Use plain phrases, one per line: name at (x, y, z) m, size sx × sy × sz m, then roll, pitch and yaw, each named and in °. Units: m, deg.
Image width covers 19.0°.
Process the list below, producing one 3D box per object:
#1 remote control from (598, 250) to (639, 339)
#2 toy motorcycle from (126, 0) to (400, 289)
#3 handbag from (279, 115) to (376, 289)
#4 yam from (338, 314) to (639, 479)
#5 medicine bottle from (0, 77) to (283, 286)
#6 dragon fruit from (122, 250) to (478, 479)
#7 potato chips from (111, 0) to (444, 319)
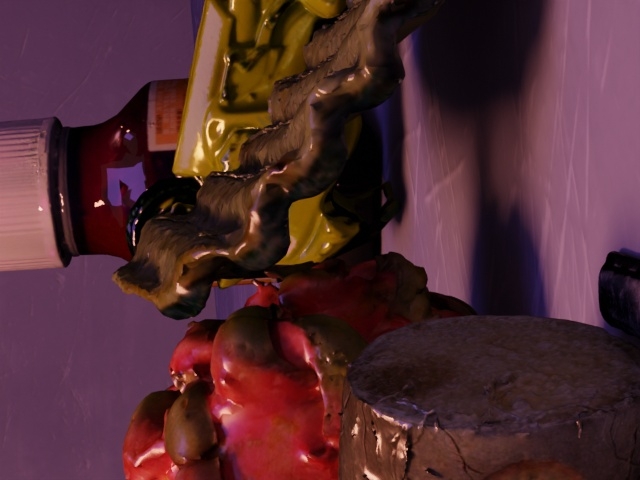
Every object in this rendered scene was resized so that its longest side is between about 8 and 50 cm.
remote control at (0.145, 0.027, 0.888) m, size 0.096 × 0.014 × 0.039 m, roll -144°, pitch 52°, yaw -82°
toy motorcycle at (-0.022, -0.111, 1.509) m, size 0.142 × 0.206 × 0.342 m, roll -130°, pitch 52°, yaw -67°
handbag at (0.000, 0.000, 1.746) m, size 0.244 × 0.088 × 0.275 m, roll -104°, pitch 12°, yaw -73°
yam at (0.080, 0.142, 0.933) m, size 0.154 × 0.154 × 0.254 m, roll -102°, pitch 9°, yaw -52°
medicine bottle at (-0.204, -0.064, 2.111) m, size 0.242 × 0.395 × 0.242 m, roll 179°, pitch 90°, yaw -87°
dragon fruit at (-0.002, 0.152, 1.150) m, size 0.231 × 0.237 × 0.302 m, roll 139°, pitch 152°, yaw -70°
potato chips at (-0.005, -0.105, 1.215) m, size 0.358 × 0.070 × 0.429 m, roll -58°, pitch 7°, yaw -8°
